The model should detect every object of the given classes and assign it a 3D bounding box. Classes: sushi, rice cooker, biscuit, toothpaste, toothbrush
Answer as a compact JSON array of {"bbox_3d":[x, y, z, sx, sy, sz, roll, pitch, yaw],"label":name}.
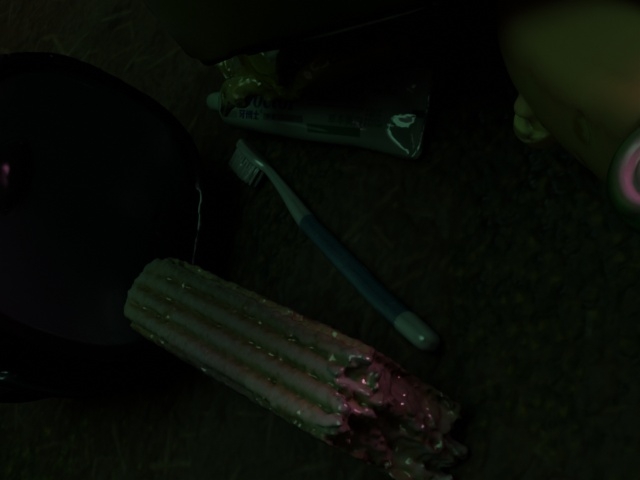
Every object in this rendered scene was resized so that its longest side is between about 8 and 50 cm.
[{"bbox_3d":[-0.041,-0.184,0.858,0.139,0.131,0.291,-25,43,-10],"label":"sushi"},{"bbox_3d":[-0.225,-0.003,0.885,0.224,0.267,0.267,-17,59,46],"label":"rice cooker"},{"bbox_3d":[-0.021,0.077,0.745,0.239,0.108,0.061,22,81,48],"label":"biscuit"},{"bbox_3d":[-0.006,-0.098,0.870,0.218,0.041,0.064,10,88,43],"label":"toothpaste"},{"bbox_3d":[0.000,0.000,0.827,0.025,0.019,0.275,-58,42,14],"label":"toothbrush"}]

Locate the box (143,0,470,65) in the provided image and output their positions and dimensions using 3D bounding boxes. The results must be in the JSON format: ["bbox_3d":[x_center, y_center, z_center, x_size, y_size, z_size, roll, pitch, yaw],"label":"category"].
[{"bbox_3d":[0.099,-0.319,0.693,0.373,0.138,0.420,-9,46,33],"label":"box"}]

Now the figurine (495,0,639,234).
[{"bbox_3d":[0.211,-0.105,0.602,0.222,0.124,0.324,-52,40,11],"label":"figurine"}]
